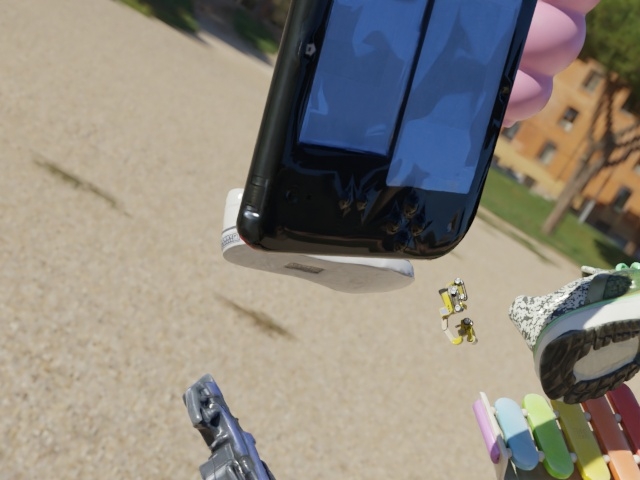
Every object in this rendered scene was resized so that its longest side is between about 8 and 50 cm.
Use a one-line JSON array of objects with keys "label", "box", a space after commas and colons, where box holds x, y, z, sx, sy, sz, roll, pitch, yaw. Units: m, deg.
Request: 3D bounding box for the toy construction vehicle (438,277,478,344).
[{"label": "toy construction vehicle", "box": [0.190, 0.102, 1.706, 0.086, 0.035, 0.098, 24, 51, -71]}]

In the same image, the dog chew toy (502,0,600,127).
[{"label": "dog chew toy", "box": [0.302, -0.329, 1.750, 0.206, 0.332, 0.206, 14, 11, -3]}]

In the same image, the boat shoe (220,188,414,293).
[{"label": "boat shoe", "box": [0.000, 0.000, 1.431, 0.267, 0.088, 0.096, 12, -26, -29]}]

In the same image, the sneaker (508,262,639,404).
[{"label": "sneaker", "box": [0.436, 0.071, 1.643, 0.410, 0.158, 0.182, -15, 38, -19]}]

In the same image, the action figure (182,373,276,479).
[{"label": "action figure", "box": [-0.099, 0.289, 0.992, 0.330, 0.178, 0.341, 14, 40, -54]}]

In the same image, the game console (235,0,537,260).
[{"label": "game console", "box": [0.084, -0.169, 1.198, 0.060, 0.387, 0.342, 22, 12, 36]}]

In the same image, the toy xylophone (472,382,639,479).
[{"label": "toy xylophone", "box": [0.362, 0.303, 1.644, 0.322, 0.081, 0.236, 0, 43, -26]}]
